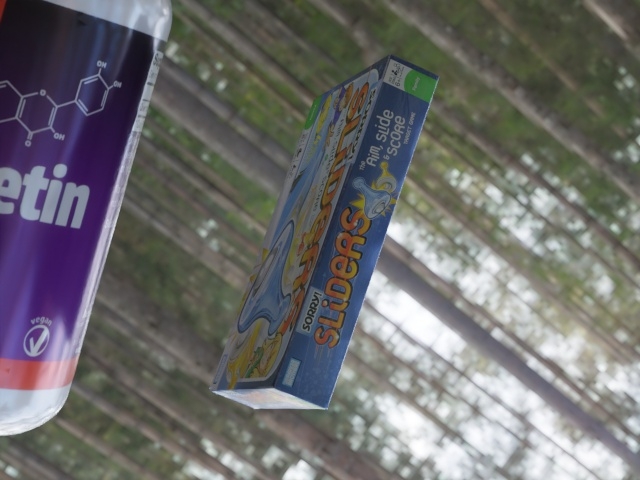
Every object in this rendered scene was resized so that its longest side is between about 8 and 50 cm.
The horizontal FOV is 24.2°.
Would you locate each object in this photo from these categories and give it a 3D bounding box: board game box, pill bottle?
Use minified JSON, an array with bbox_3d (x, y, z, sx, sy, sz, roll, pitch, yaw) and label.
[{"bbox_3d":[0.000,0.000,0.885,0.136,0.035,0.201,-19,-130,69],"label":"board game box"},{"bbox_3d":[-0.192,-0.067,0.833,0.181,0.181,0.323,26,-79,65],"label":"pill bottle"}]
